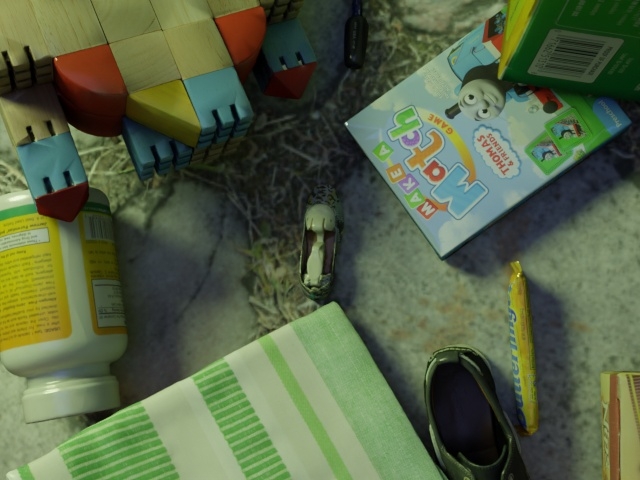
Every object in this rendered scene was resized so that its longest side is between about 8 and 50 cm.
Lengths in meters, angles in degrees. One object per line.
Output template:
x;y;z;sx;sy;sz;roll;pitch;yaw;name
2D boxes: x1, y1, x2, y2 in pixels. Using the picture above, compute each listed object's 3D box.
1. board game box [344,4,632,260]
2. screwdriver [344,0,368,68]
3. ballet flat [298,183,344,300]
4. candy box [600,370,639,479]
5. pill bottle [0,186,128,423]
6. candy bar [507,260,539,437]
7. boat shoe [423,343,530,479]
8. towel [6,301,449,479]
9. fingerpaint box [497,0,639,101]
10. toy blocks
0.154;-0.106;0.814;0.211;0.039;0.160;-36;80;4;board game box
0.036;-0.251;0.862;0.025;0.024;0.170;-9;74;37;screwdriver
0.000;0.000;0.826;0.041;0.041;0.114;4;84;9;ballet flat
0.400;0.204;0.713;0.316;0.087;0.183;0;82;9;candy box
-0.246;0.062;0.819;0.117;0.117;0.208;-11;82;8;pill bottle
0.183;0.099;0.785;0.018;0.040;0.161;-2;84;0;candy bar
0.141;0.208;0.762;0.084;0.079;0.233;-15;83;5;boat shoe
-0.060;0.218;0.717;0.325;0.038;0.248;-25;70;-21;towel
0.262;-0.349;0.598;0.163;0.445;0.371;9;79;3;fingerpaint box
-0.153;-0.180;0.785;0.381;0.191;0.261;-20;81;-19;toy blocks
